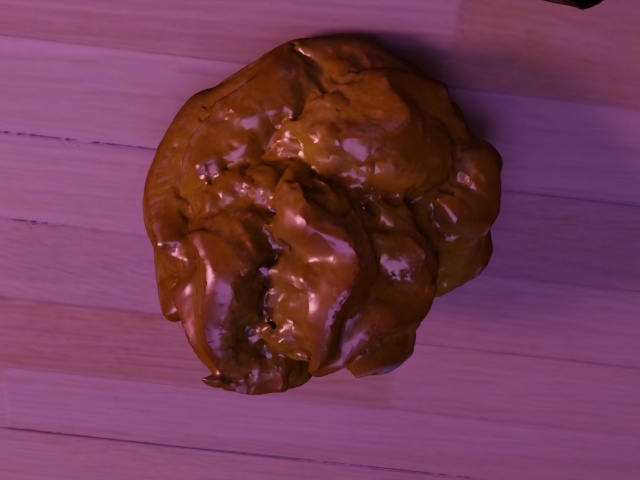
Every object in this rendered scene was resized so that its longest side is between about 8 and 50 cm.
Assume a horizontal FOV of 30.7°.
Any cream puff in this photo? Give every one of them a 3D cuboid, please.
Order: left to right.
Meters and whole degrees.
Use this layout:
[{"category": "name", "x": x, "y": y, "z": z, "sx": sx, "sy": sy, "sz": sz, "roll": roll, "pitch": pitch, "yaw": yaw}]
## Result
[{"category": "cream puff", "x": 0.002, "y": -0.001, "z": 1.039, "sx": 0.325, "sy": 0.257, "sz": 0.291, "roll": 0, "pitch": 133, "yaw": 4}]

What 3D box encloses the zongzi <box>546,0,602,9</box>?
[{"category": "zongzi", "x": 0.147, "y": -0.355, "z": 0.827, "sx": 0.286, "sy": 0.138, "sz": 0.300, "roll": 29, "pitch": 112, "yaw": -9}]
